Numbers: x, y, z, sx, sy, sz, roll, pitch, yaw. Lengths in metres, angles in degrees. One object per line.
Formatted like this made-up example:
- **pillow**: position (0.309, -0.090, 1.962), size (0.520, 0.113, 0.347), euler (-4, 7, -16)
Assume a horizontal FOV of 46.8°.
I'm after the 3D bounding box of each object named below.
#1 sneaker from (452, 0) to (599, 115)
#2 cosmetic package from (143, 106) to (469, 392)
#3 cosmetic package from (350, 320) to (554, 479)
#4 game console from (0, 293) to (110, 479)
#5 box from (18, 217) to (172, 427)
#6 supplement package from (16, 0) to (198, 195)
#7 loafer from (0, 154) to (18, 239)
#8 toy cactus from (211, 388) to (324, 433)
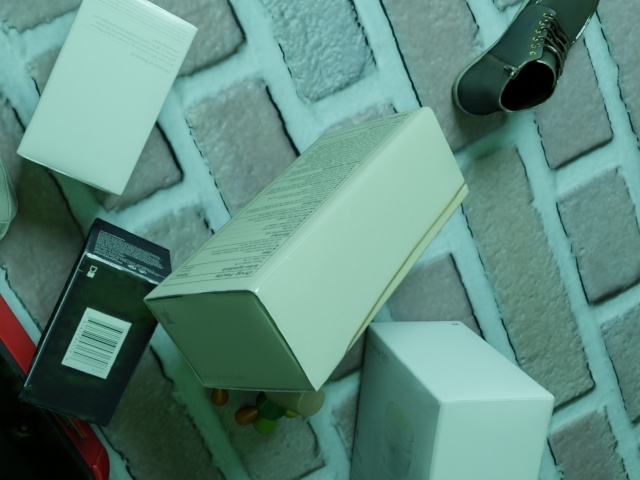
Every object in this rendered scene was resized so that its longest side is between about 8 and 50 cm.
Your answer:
- **sneaker**: position (0.260, -0.220, 0.834), size (0.083, 0.118, 0.222), euler (42, 90, -21)
- **cosmetic package**: position (0.000, 0.000, 0.721), size (0.309, 0.160, 0.113), euler (-48, 117, -38)
- **cosmetic package**: position (0.139, 0.235, 0.865), size (0.138, 0.224, 0.224), euler (3, 103, -17)
- **game console**: position (-0.454, 0.209, 0.789), size (0.342, 0.060, 0.386), euler (-27, 109, -2)
- **box**: position (-0.224, 0.077, 0.755), size (0.093, 0.158, 0.156), euler (24, 97, -18)
- **supplement package**: position (-0.209, -0.150, 0.728), size (0.105, 0.105, 0.179), euler (24, 96, -20)
- **loafer**: position (-0.374, -0.139, 0.680), size (0.112, 0.111, 0.319), euler (-24, 110, -9)
- **toy cactus**: position (-0.053, 0.139, 0.819), size (0.112, 0.180, 0.219), euler (-11, 113, -34)
